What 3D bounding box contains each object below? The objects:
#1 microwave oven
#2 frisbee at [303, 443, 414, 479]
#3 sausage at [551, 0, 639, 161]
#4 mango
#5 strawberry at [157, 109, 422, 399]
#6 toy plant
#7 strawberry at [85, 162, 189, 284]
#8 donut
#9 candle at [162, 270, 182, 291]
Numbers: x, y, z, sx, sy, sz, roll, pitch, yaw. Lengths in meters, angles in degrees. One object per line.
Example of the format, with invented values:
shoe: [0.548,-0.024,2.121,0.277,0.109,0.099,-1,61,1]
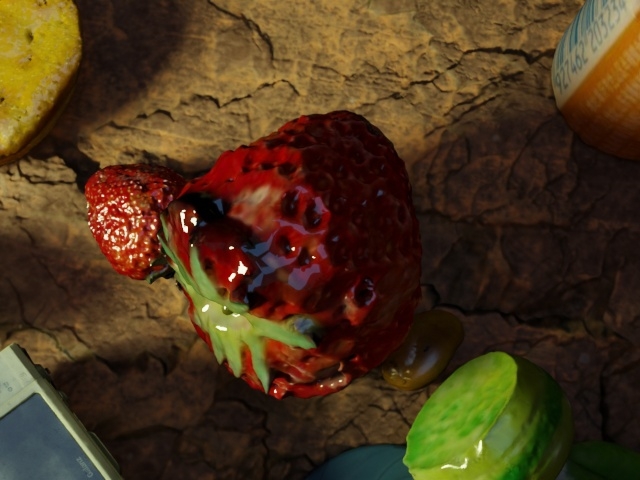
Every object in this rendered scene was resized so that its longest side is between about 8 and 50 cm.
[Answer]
microwave oven: [-0.285,0.249,0.948,0.145,0.194,0.240,-38,83,-16]
frisbee: [0.079,0.373,1.019,0.289,0.049,0.290,1,77,-4]
sausage: [0.420,-0.245,1.070,0.233,0.287,0.233,1,72,-4]
mango: [0.120,0.126,1.074,0.114,0.060,0.080,-34,66,-9]
strawberry: [0.000,0.008,0.973,0.309,0.292,0.292,-26,80,-20]
toy plant: [0.258,0.279,1.008,0.316,0.184,0.224,45,56,-12]
strawberry: [-0.201,-0.031,1.053,0.131,0.131,0.148,-35,90,-11]
donut: [-0.423,-0.209,1.083,0.302,0.110,0.303,2,76,-7]
candle: [-0.114,0.082,1.082,0.167,0.026,0.021,35,73,4]
